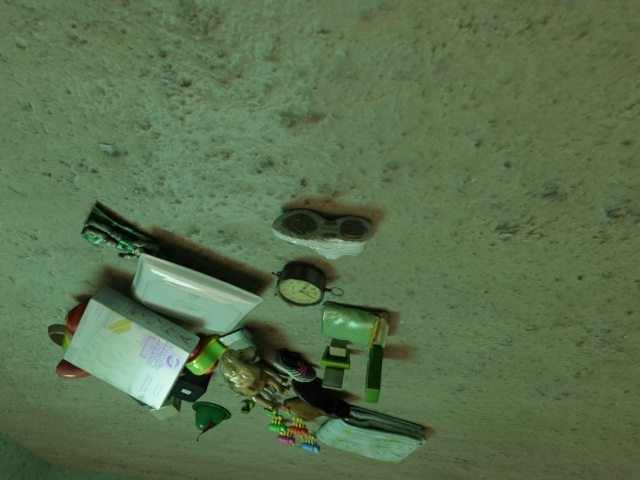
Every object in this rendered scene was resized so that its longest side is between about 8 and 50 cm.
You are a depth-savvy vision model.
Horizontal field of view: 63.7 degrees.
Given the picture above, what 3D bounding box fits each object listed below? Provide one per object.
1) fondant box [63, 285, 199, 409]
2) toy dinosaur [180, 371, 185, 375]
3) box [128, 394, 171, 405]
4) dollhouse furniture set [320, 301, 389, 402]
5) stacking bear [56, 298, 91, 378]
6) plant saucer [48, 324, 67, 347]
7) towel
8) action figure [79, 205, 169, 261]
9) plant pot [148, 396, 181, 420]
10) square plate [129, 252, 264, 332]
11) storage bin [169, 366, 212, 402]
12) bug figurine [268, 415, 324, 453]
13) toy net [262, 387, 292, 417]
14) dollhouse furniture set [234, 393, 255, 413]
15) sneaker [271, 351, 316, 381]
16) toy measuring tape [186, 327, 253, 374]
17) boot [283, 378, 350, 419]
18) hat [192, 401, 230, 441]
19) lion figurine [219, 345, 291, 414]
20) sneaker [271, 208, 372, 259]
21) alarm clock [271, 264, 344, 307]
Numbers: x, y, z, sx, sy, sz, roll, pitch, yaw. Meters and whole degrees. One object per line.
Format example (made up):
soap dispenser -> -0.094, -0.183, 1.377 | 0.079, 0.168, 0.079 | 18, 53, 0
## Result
fondant box -> -0.569, 0.326, 1.559 | 0.330, 0.096, 0.238 | 30, 108, -5
toy dinosaur -> -0.567, 0.382, 1.744 | 0.200, 0.127, 0.296 | 0, 120, 57
box -> -0.722, 0.559, 2.045 | 0.183, 0.059, 0.233 | -18, 120, 33
dollhouse furniture set -> 0.089, 0.335, 1.518 | 0.197, 0.151, 0.302 | 7, 140, 6
stacking bear -> -0.791, 0.319, 1.737 | 0.164, 0.176, 0.289 | 9, 134, -18
plant saucer -> -0.943, 0.371, 1.932 | 0.168, 0.029, 0.169 | 7, 140, 6
towel -> 0.198, 0.797, 2.093 | 0.374, 0.090, 0.321 | 19, 140, -7
action figure -> -0.508, 0.008, 1.363 | 0.232, 0.064, 0.137 | 27, 136, -22
plant pot -> -0.645, 0.682, 2.171 | 0.096, 0.109, 0.109 | -9, 137, 9
square plate -> -0.373, 0.173, 1.486 | 0.346, 0.049, 0.344 | 22, 150, -15
storage bin -> -0.506, 0.546, 1.982 | 0.122, 0.085, 0.180 | 27, 139, -16
bug figurine -> -0.109, 0.842, 2.220 | 0.216, 0.072, 0.279 | 5, 141, 24
toy net -> -0.192, 0.638, 2.017 | 0.122, 0.045, 0.232 | 14, 146, 27
dollhouse furniture set -> -0.295, 0.622, 2.066 | 0.076, 0.059, 0.152 | 8, 122, 17
sneaker -> -0.079, 0.423, 1.737 | 0.170, 0.063, 0.074 | 32, 143, -16
toy measuring tape -> -0.357, 0.376, 1.709 | 0.330, 0.122, 0.121 | -24, 129, 37
boot -> -0.058, 0.597, 1.953 | 0.264, 0.096, 0.280 | 31, 149, -22
hat -> -0.503, 0.816, 2.224 | 0.172, 0.184, 0.209 | -10, 136, 26
lion figurine -> -0.227, 0.457, 1.725 | 0.240, 0.142, 0.392 | 33, 161, 1
sneaker -> 0.000, 0.000, 1.195 | 0.231, 0.091, 0.115 | 10, 144, 5
alarm clock -> -0.032, 0.122, 1.366 | 0.191, 0.064, 0.129 | 10, 141, 7
